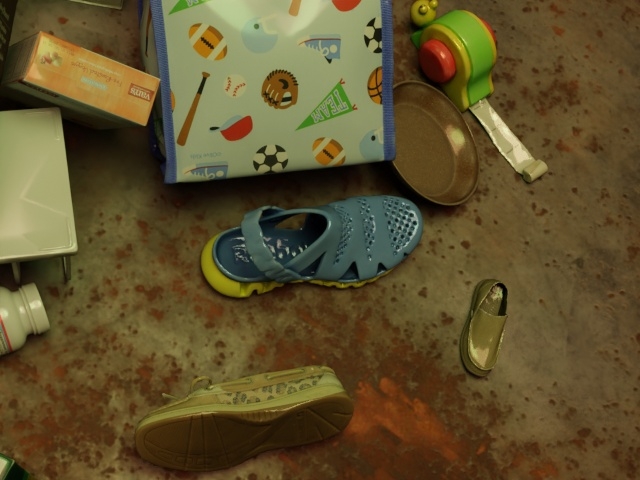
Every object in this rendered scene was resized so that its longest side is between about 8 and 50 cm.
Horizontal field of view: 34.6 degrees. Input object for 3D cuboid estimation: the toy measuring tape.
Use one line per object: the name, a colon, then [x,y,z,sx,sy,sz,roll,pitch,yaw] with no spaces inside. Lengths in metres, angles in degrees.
toy measuring tape: [0.245,-0.241,1.552,0.121,0.121,0.330,-33,81,-20]

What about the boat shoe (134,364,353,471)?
boat shoe: [-0.103,0.226,1.337,0.285,0.104,0.089,-5,35,-19]

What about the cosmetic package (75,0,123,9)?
cosmetic package: [-0.337,-0.509,1.510,0.153,0.129,0.296,11,69,-10]

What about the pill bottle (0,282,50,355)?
pill bottle: [-0.431,0.110,1.300,0.160,0.087,0.087,-20,77,-18]

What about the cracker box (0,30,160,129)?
cracker box: [-0.318,-0.198,1.309,0.156,0.232,0.067,20,86,-28]

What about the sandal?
sandal: [0.000,0.000,1.406,0.317,0.138,0.126,-13,73,-18]

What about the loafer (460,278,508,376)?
loafer: [0.235,0.119,1.460,0.056,0.050,0.148,12,69,-8]

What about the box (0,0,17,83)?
box: [-0.457,-0.167,1.122,0.191,0.143,0.381,9,85,-9]

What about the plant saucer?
plant saucer: [0.153,-0.138,1.507,0.198,0.036,0.198,18,59,-34]

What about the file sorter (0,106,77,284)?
file sorter: [-0.458,-0.036,1.297,0.278,0.173,0.193,-7,73,-14]

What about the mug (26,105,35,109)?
mug: [-0.380,-0.209,1.443,0.064,0.078,0.062,4,28,-20]

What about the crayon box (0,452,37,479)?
crayon box: [-0.506,0.217,1.126,0.363,0.313,0.106,27,71,-3]

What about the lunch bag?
lunch bag: [-0.081,-0.297,1.375,0.328,0.239,0.385,-9,110,-15]
